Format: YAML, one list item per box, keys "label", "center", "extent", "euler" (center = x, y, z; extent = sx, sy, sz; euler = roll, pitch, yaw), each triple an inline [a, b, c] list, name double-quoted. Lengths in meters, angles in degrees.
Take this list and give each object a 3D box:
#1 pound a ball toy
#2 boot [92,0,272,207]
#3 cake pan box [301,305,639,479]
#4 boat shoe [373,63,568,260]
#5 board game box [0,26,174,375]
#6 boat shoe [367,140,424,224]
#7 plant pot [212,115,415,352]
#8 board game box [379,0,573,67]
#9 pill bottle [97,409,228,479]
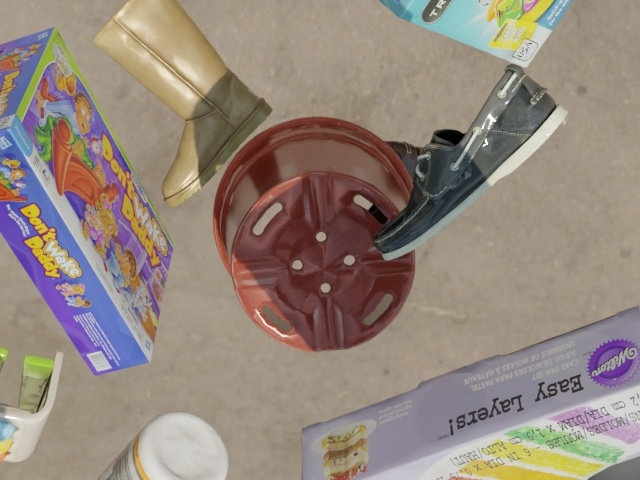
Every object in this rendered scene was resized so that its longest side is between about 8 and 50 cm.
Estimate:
- label: "pound a ball toy"
  center: [-0.501, 0.240, 1.525]
  extent: [0.208, 0.136, 0.319]
  euler: [15, 153, -15]
- label: "boot"
  center: [-0.240, -0.220, 1.615]
  extent: [0.269, 0.236, 0.089]
  euler: [44, 171, -15]
- label: "cake pan box"
  center: [0.159, 0.178, 0.743]
  extent: [0.266, 0.070, 0.246]
  euler: [-23, 131, 21]
- label: "boat shoe"
  center: [0.129, -0.071, 1.028]
  extent: [0.079, 0.084, 0.233]
  euler: [44, 116, -5]
- label: "board game box"
  center: [-0.293, -0.045, 1.264]
  extent: [0.078, 0.233, 0.347]
  euler: [-15, 127, 12]
- label: "boat shoe"
  center: [0.090, -0.034, 1.442]
  extent: [0.073, 0.073, 0.207]
  euler: [7, 93, -20]
- label: "plant pot"
  center: [0.000, 0.000, 1.261]
  extent: [0.272, 0.265, 0.273]
  euler: [-1, 102, -2]
- label: "board game box"
  center: [0.267, -0.413, 1.570]
  extent: [0.336, 0.079, 0.254]
  euler: [7, 124, -47]
- label: "pill bottle"
  center: [-0.287, 0.419, 1.791]
  extent: [0.162, 0.162, 0.278]
  euler: [27, 130, -20]
